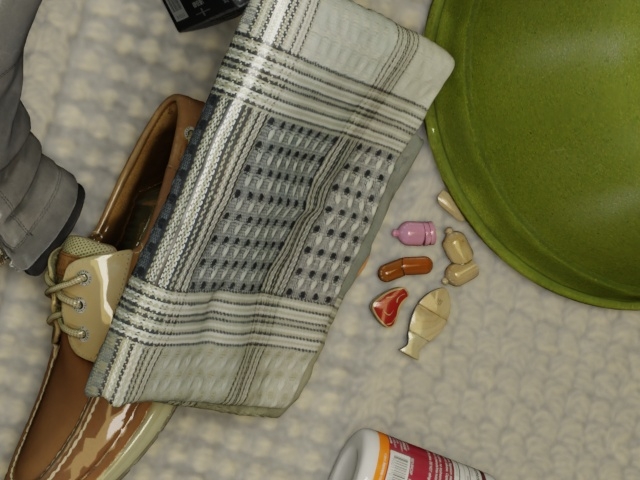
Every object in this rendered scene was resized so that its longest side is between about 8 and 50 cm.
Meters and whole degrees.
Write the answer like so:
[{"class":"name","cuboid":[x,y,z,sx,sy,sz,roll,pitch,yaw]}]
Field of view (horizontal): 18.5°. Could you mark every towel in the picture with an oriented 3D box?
[{"class":"towel","cuboid":[-0.020,-0.016,1.373,0.056,0.324,0.312,25,93,21]}]

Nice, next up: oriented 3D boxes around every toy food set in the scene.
[{"class":"toy food set","cuboid":[0.080,0.025,1.548,0.078,0.019,0.122,38,83,-12]}]

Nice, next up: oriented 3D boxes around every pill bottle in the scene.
[{"class":"pill bottle","cuboid":[0.085,0.209,1.521,0.152,0.086,0.086,23,86,-13]}]

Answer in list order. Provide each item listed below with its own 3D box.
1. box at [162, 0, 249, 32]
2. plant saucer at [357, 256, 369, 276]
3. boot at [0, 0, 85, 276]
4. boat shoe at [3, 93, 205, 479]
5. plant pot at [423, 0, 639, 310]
[{"class":"box","cuboid":[-0.055,-0.252,1.391,0.142,0.247,0.163,-29,98,-10]},{"class":"plant saucer","cuboid":[0.000,0.000,1.532,0.083,0.013,0.083,0,91,-14]},{"class":"boot","cuboid":[-0.236,-0.107,1.420,0.338,0.118,0.223,-47,125,-17]},{"class":"boat shoe","cuboid":[-0.148,0.038,1.435,0.120,0.122,0.324,36,74,-31]},{"class":"plant pot","cuboid":[0.303,-0.129,1.418,0.366,0.353,0.366,0,89,-16]}]
